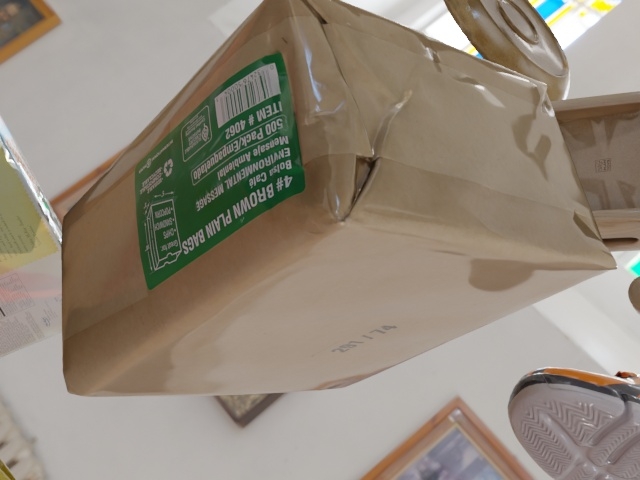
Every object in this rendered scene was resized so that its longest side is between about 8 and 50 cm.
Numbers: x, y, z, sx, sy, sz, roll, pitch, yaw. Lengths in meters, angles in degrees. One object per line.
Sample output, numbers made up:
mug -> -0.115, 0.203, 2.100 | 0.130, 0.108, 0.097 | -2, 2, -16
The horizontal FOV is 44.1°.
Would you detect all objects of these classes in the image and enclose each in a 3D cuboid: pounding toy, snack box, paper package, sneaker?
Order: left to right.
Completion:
snack box -> -0.430, -0.008, 0.989 | 0.060, 0.187, 0.322 | -120, -171, -63
paper package -> 0.000, 0.000, 0.616 | 0.325, 0.310, 0.168 | -32, -118, 41
pounding toy -> 0.290, -0.024, 0.721 | 0.181, 0.206, 0.094 | -3, -21, 21
sneaker -> 0.318, 0.155, 0.753 | 0.321, 0.180, 0.124 | 23, -48, -13

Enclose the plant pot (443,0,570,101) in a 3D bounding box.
plant pot -> 0.239, -0.269, 0.993 | 0.032, 0.236, 0.236 | -38, -89, 35

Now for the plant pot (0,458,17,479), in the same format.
plant pot -> -0.389, 0.187, 0.635 | 0.212, 0.187, 0.212 | 0, -53, 58
